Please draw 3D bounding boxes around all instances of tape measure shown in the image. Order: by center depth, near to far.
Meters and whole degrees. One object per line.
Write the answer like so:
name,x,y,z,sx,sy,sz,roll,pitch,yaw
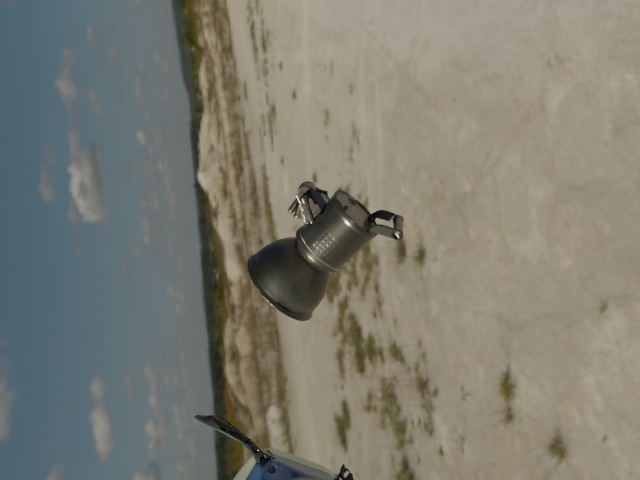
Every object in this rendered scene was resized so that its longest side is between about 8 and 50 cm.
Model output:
tape measure,-0.120,0.458,1.313,0.215,0.351,0.098,-59,30,0

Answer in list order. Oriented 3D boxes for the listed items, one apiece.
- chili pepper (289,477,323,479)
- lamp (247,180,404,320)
chili pepper,-0.004,0.425,0.868,0.257,0.248,0.233,-54,-15,-63
lamp,0.000,0.000,1.202,0.227,0.172,0.147,-46,8,20
